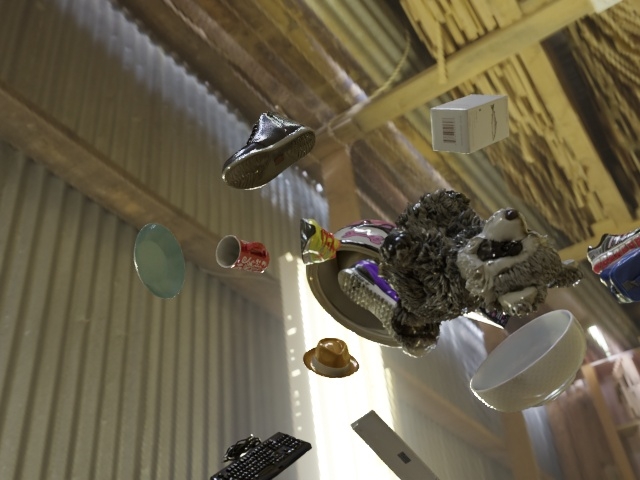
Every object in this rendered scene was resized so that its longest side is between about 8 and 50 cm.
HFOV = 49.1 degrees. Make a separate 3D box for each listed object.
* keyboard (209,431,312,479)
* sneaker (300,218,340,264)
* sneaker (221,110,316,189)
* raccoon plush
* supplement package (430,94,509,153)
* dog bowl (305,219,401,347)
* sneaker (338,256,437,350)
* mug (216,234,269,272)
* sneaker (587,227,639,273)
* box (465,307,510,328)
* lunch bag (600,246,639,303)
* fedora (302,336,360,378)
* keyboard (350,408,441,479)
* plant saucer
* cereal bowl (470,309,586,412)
[{"bbox_3d":[-0.096,0.320,1.053,0.192,0.100,0.038,-12,-74,-62],"label":"keyboard"},{"bbox_3d":[0.000,0.000,1.635,0.208,0.094,0.081,84,-175,-75],"label":"sneaker"},{"bbox_3d":[-0.127,-0.182,1.413,0.222,0.118,0.083,-31,-41,-30],"label":"sneaker"},{"bbox_3d":[0.290,0.104,1.251,0.299,0.216,0.446,34,156,35],"label":"raccoon plush"},{"bbox_3d":[0.356,-0.279,1.659,0.179,0.105,0.105,-26,-64,-41],"label":"supplement package"},{"bbox_3d":[0.167,0.113,1.998,0.408,0.408,0.150,53,-130,-22],"label":"dog bowl"},{"bbox_3d":[0.190,0.135,1.673,0.146,0.102,0.293,-30,-122,-31],"label":"sneaker"},{"bbox_3d":[-0.250,0.058,2.421,0.169,0.150,0.113,20,-97,-53],"label":"mug"},{"bbox_3d":[0.701,0.005,1.644,0.063,0.170,0.075,44,-163,-41],"label":"sneaker"},{"bbox_3d":[0.454,0.140,2.065,0.142,0.247,0.163,35,-101,-26],"label":"box"},{"bbox_3d":[0.490,0.053,1.089,0.067,0.098,0.065,53,174,7],"label":"lunch bag"},{"bbox_3d":[0.037,0.356,2.189,0.194,0.194,0.079,-46,-35,-64],"label":"fedora"},{"bbox_3d":[0.173,0.470,1.504,0.256,0.072,0.014,47,-159,-4],"label":"keyboard"},{"bbox_3d":[-0.413,0.054,1.756,0.195,0.037,0.195,41,-138,-53],"label":"plant saucer"},{"bbox_3d":[0.578,0.345,1.888,0.141,0.339,0.339,50,-155,1],"label":"cereal bowl"}]
